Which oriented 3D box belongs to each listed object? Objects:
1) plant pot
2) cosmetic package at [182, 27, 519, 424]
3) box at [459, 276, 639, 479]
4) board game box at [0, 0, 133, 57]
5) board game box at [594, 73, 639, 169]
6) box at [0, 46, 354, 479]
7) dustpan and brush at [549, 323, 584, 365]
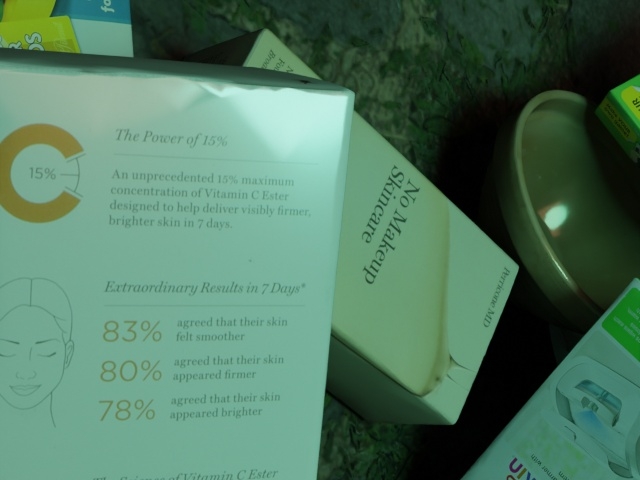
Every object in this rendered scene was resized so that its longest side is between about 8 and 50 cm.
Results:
[{"bbox_3d":[0.220,-0.008,1.129,0.237,0.110,0.237,22,54,-34],"label":"plant pot"},{"bbox_3d":[0.000,0.000,0.967,0.309,0.113,0.160,39,63,-29],"label":"cosmetic package"},{"bbox_3d":[0.281,0.178,1.048,0.231,0.127,0.262,-52,144,14],"label":"box"},{"bbox_3d":[-0.283,-0.191,0.774,0.336,0.079,0.253,-3,87,-40],"label":"board game box"},{"bbox_3d":[0.426,-0.048,1.113,0.213,0.046,0.317,-29,74,-19],"label":"board game box"},{"bbox_3d":[-0.124,0.066,0.737,0.215,0.168,0.345,2,101,-23],"label":"box"},{"bbox_3d":[0.299,0.157,1.228,0.147,0.060,0.211,-6,90,-40],"label":"dustpan and brush"}]
